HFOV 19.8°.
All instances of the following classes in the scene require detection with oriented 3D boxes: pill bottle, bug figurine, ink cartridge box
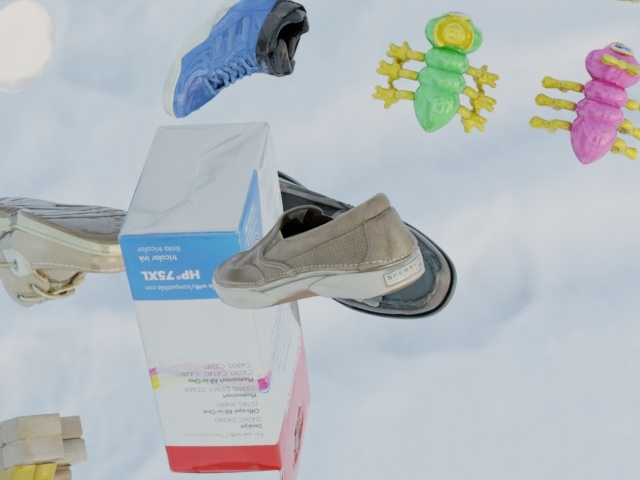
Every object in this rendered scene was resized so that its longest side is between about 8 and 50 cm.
[{"bbox_3d":[-0.323,-0.189,1.592,0.186,0.112,0.112,20,32,36],"label":"pill bottle"},{"bbox_3d":[0.162,-0.170,1.333,0.279,0.072,0.216,13,91,-2],"label":"bug figurine"},{"bbox_3d":[-0.061,0.055,1.180,0.078,0.231,0.134,-2,33,9],"label":"ink cartridge box"}]

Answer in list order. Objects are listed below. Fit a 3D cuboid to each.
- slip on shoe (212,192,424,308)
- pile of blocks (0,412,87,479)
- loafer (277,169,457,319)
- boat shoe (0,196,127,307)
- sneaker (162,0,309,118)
[{"bbox_3d":[-0.007,0.004,0.835,0.051,0.135,0.041,-28,103,-30],"label":"slip on shoe"},{"bbox_3d":[-0.268,0.309,1.727,0.112,0.362,0.149,-3,40,-34],"label":"pile of blocks"},{"bbox_3d":[0.000,0.000,1.714,0.267,0.096,0.084,25,3,31],"label":"loafer"},{"bbox_3d":[-0.267,0.015,1.808,0.109,0.302,0.098,-4,97,-37],"label":"boat shoe"},{"bbox_3d":[-0.071,-0.161,1.647,0.084,0.058,0.152,30,75,26],"label":"sneaker"}]
